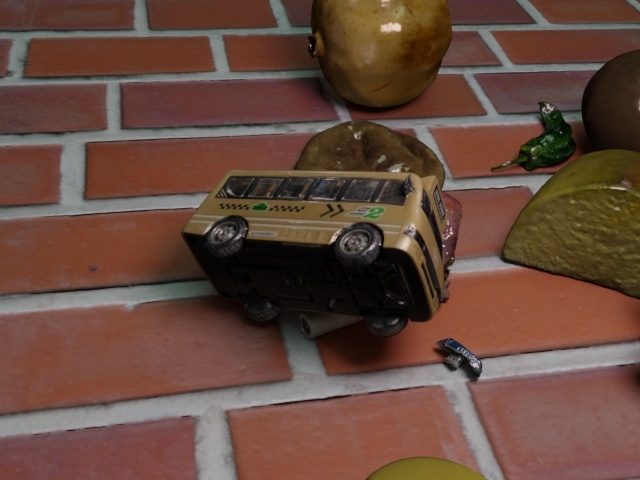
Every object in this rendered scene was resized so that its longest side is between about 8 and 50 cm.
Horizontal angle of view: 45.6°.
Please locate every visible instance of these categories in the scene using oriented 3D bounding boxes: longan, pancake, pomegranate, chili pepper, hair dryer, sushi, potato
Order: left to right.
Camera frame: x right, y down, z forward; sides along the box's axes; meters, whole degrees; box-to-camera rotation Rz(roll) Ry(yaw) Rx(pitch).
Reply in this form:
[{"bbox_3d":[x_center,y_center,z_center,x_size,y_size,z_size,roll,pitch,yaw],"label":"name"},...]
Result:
[{"bbox_3d":[0.007,0.070,1.213,0.154,0.044,0.183,-17,41,-26],"label":"hair dryer"},{"bbox_3d":[0.094,-0.141,1.454,0.294,0.050,0.295,3,42,-3],"label":"pancake"},{"bbox_3d":[0.120,-0.449,1.615,0.332,0.333,0.333,4,41,-3],"label":"pomegranate"},{"bbox_3d":[0.178,-0.020,1.239,0.107,0.161,0.241,12,42,8],"label":"sushi"},{"bbox_3d":[0.464,-0.208,1.572,0.122,0.065,0.279,19,40,27],"label":"chili pepper"},{"bbox_3d":[0.517,-0.075,1.313,0.330,0.213,0.280,18,42,10],"label":"potato"},{"bbox_3d":[0.640,-0.256,1.511,0.258,0.258,0.258,4,41,-3],"label":"longan"}]

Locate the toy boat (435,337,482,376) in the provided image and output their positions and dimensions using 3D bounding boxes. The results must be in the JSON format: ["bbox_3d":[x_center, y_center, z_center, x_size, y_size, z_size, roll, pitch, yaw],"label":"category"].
[{"bbox_3d":[0.204,0.173,1.120,0.038,0.038,0.083,-29,52,-34],"label":"toy boat"}]

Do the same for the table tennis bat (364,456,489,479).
[{"bbox_3d":[0.127,0.395,0.845,0.224,0.054,0.369,13,37,5],"label":"table tennis bat"}]

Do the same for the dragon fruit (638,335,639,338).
[{"bbox_3d":[0.593,0.114,1.084,0.305,0.225,0.306,31,45,-37],"label":"dragon fruit"}]

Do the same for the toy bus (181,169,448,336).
[{"bbox_3d":[0.000,0.000,1.093,0.365,0.177,0.202,5,49,28],"label":"toy bus"}]
